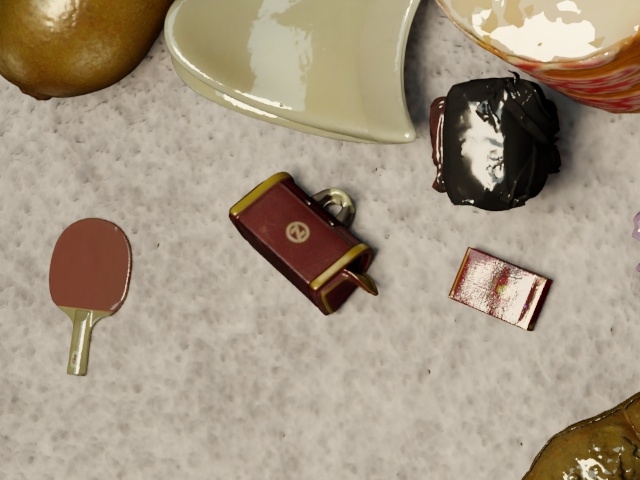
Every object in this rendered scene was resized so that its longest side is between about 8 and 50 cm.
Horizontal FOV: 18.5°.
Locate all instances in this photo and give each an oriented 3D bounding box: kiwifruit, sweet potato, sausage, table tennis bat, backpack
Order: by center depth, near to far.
[{"bbox_3d":[0.227,-0.236,1.643,0.233,0.287,0.233,-2,83,20],"label":"sausage"},{"bbox_3d":[0.230,0.236,1.704,0.124,0.098,0.310,22,98,19],"label":"sweet potato"},{"bbox_3d":[0.153,-0.085,1.719,0.106,0.165,0.120,1,91,15],"label":"backpack"},{"bbox_3d":[-0.232,-0.243,1.863,0.196,0.196,0.234,26,97,20],"label":"kiwifruit"},{"bbox_3d":[-0.229,0.055,1.932,0.087,0.013,0.156,5,85,18],"label":"table tennis bat"}]

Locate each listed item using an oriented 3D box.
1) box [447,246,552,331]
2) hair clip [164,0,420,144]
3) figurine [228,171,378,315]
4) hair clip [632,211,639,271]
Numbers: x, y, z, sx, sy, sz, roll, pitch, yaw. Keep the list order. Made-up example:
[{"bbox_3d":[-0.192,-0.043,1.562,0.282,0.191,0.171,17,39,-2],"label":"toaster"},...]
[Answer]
[{"bbox_3d":[0.163,0.044,1.782,0.082,0.023,0.051,22,94,21],"label":"box"},{"bbox_3d":[-0.025,-0.181,1.834,0.282,0.113,0.172,6,88,16],"label":"hair clip"},{"bbox_3d":[0.001,0.000,1.826,0.154,0.082,0.098,40,80,18],"label":"figurine"},{"bbox_3d":[0.332,0.042,1.699,0.106,0.084,0.292,-9,86,37],"label":"hair clip"}]
